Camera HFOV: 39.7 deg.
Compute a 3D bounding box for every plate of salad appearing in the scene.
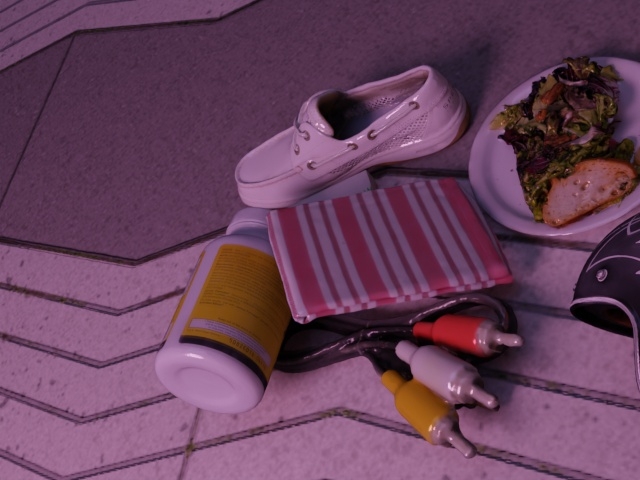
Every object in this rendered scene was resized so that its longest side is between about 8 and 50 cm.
[{"bbox_3d":[0.224,-0.095,0.805,0.199,0.048,0.200,-19,50,25],"label":"plate of salad"}]

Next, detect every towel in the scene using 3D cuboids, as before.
[{"bbox_3d":[0.057,0.008,0.794,0.196,0.029,0.144,-11,40,-6],"label":"towel"}]

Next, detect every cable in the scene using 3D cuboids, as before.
[{"bbox_3d":[0.054,0.083,0.780,0.287,0.072,0.140,17,72,42],"label":"cable"}]

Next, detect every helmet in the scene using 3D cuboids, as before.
[{"bbox_3d":[0.262,0.049,0.594,0.169,0.169,0.162,-25,64,19],"label":"helmet"}]

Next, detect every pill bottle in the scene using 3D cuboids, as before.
[{"bbox_3d":[-0.077,0.060,0.830,0.103,0.103,0.184,-8,45,32],"label":"pill bottle"}]

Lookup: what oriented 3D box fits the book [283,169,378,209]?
[{"bbox_3d":[0.000,0.000,0.914,0.144,0.035,0.096,-26,51,17],"label":"book"}]

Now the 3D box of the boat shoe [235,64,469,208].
[{"bbox_3d":[0.013,-0.118,0.939,0.277,0.096,0.098,-20,50,23],"label":"boat shoe"}]
